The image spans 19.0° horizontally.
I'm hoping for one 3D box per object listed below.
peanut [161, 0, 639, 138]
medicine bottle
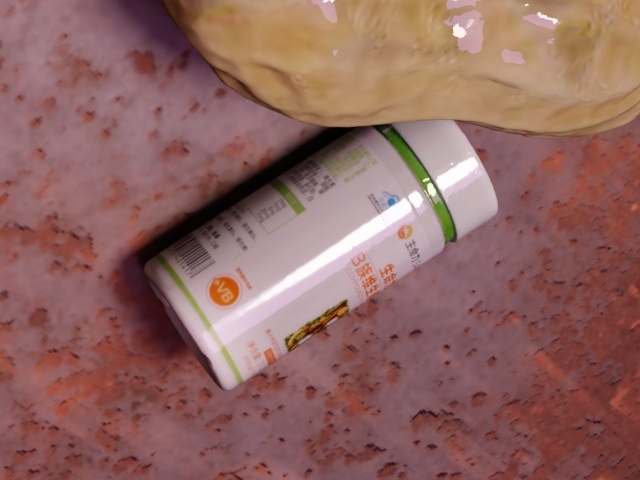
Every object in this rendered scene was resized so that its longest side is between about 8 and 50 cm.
[{"bbox_3d":[0.065,-0.125,0.974,0.313,0.152,0.152,3,117,-30],"label":"peanut"},{"bbox_3d":[0.000,0.000,1.056,0.183,0.086,0.086,-33,130,-8],"label":"medicine bottle"}]
